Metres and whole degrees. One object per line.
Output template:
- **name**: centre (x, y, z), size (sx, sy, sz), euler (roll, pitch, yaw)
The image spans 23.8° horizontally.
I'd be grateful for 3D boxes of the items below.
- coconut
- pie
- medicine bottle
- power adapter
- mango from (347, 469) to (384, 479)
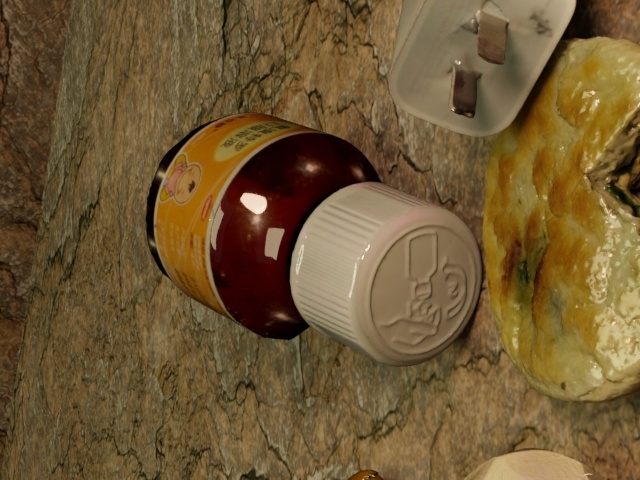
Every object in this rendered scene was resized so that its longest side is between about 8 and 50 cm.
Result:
- **coconut**: centre (0.185, 0.254, 1.293), size (0.161, 0.161, 0.162), euler (128, 156, -52)
- **pie**: centre (0.221, -0.013, 1.321), size (0.337, 0.075, 0.337), euler (-175, 90, -67)
- **medicine bottle**: centre (0.000, 0.000, 1.638), size (0.395, 0.243, 0.242), euler (18, 105, 49)
- **power adapter**: centre (0.142, -0.204, 1.338), size (0.255, 0.124, 0.187), euler (-77, 9, -50)
- **mango**: centre (0.047, 0.313, 1.689), size (0.077, 0.063, 0.127), euler (-154, 73, -68)
